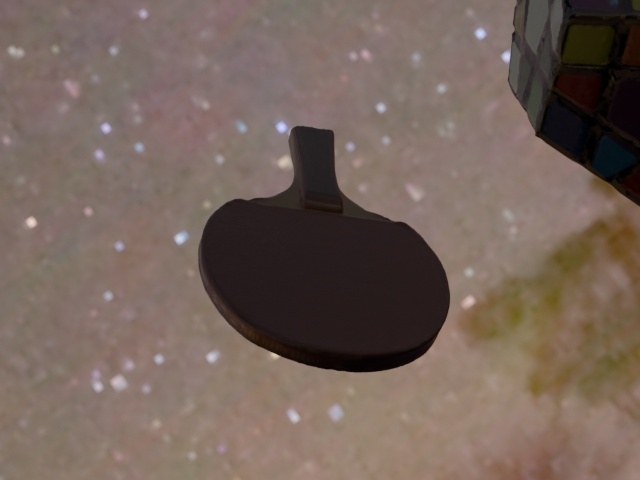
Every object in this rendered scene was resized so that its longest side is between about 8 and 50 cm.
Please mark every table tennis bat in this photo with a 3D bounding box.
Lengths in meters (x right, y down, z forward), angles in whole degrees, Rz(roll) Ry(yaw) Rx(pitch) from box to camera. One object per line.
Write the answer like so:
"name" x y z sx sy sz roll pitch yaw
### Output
"table tennis bat" 0.000 0.000 0.987 0.130 0.220 0.019 9 -59 -9

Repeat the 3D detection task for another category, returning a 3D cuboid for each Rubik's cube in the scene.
"Rubik's cube" 0.127 -0.072 0.643 0.133 0.133 0.112 -25 20 -32
